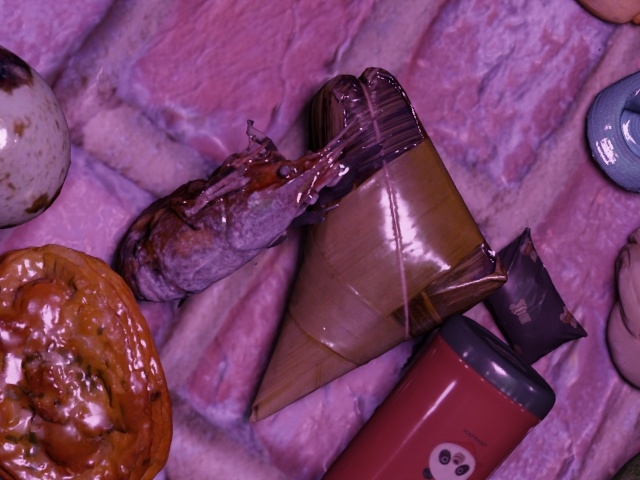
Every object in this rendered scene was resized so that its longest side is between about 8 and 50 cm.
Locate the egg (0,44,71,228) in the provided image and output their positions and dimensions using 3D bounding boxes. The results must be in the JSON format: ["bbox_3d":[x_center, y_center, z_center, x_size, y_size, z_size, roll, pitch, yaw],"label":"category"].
[{"bbox_3d":[-0.347,-0.116,1.449,0.169,0.169,0.231,-42,93,-15],"label":"egg"}]

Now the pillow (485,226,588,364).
[{"bbox_3d":[0.234,0.071,1.686,0.090,0.048,0.150,-33,100,-19],"label":"pillow"}]

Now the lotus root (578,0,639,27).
[{"bbox_3d":[0.337,-0.298,1.729,0.150,0.062,0.073,35,78,-12],"label":"lotus root"}]

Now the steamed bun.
[{"bbox_3d":[0.450,0.074,1.704,0.218,0.144,0.211,-2,89,-17],"label":"steamed bun"}]

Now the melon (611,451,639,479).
[{"bbox_3d":[0.458,0.299,1.677,0.287,0.182,0.182,-10,90,-17],"label":"melon"}]

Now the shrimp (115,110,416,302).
[{"bbox_3d":[-0.067,-0.043,1.503,0.343,0.145,0.116,-28,111,17],"label":"shrimp"}]

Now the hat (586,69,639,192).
[{"bbox_3d":[0.403,-0.139,1.739,0.191,0.078,0.138,-29,88,2],"label":"hat"}]

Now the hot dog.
[{"bbox_3d":[-0.258,0.136,1.490,0.196,0.122,0.272,-15,94,-5],"label":"hot dog"}]

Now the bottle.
[{"bbox_3d":[0.089,0.245,1.547,0.144,0.144,0.336,38,97,-12],"label":"bottle"}]

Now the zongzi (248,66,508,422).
[{"bbox_3d":[0.000,0.000,1.569,0.317,0.154,0.289,-29,89,-12],"label":"zongzi"}]
